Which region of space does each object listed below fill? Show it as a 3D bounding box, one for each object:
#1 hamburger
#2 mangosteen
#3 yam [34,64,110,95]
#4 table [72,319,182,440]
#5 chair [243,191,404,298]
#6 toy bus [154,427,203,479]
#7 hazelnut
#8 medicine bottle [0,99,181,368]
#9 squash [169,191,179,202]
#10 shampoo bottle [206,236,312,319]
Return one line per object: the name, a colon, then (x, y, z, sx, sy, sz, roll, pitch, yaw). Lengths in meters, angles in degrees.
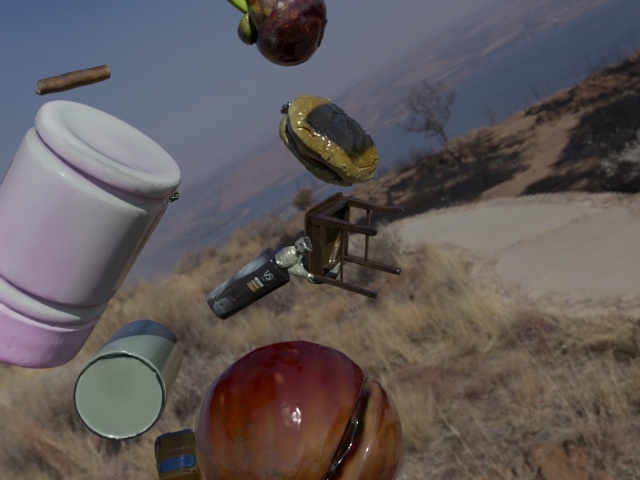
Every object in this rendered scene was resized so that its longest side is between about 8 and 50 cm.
hamburger: (0.007, -0.262, 1.877, 0.132, 0.309, 0.211, -47, -8, 29)
mangosteen: (-0.079, -0.373, 1.230, 0.181, 0.145, 0.156, 0, -21, -12)
yam: (-0.723, -0.472, 2.103, 0.241, 0.056, 0.057, -29, 8, -39)
table: (-0.279, 0.200, 1.072, 0.126, 0.126, 0.220, -30, 7, -1)
chair: (0.000, 0.000, 1.516, 0.319, 0.186, 0.160, 12, 27, 27)
toy bus: (-0.302, 0.545, 1.660, 0.126, 0.209, 0.136, -12, 38, 1)
hazelnut: (-0.025, 0.350, 1.216, 0.359, 0.359, 0.409, -30, -17, 0)
medicine bottle: (-0.349, -0.007, 0.976, 0.316, 0.202, 0.202, -55, 3, 16)
squash: (-0.424, -0.154, 1.767, 0.052, 0.183, 0.052, -33, 30, 22)
shampoo bottle: (-0.103, 0.061, 1.257, 0.208, 0.057, 0.063, -34, 28, 12)
